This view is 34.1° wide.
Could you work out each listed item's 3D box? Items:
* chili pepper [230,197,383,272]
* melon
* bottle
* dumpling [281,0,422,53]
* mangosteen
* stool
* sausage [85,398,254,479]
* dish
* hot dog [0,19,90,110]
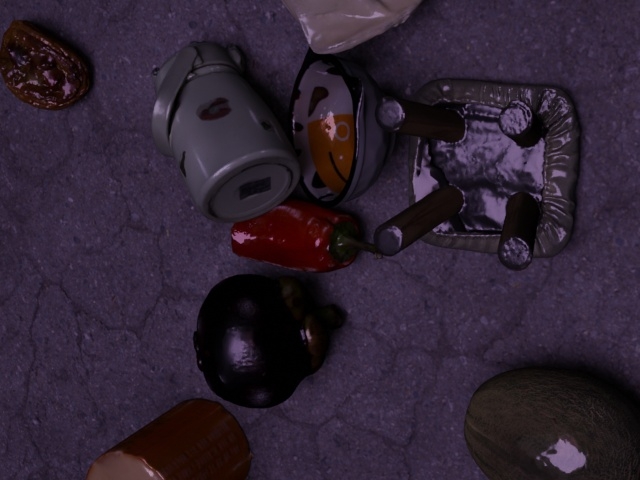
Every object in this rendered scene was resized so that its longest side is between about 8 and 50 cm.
[{"bbox_3d":[0.003,-0.002,1.970,0.338,0.134,0.131,6,149,30],"label":"chili pepper"},{"bbox_3d":[0.406,0.342,1.792,0.329,0.248,0.248,14,110,27],"label":"melon"},{"bbox_3d":[-0.205,-0.222,1.948,0.229,0.229,0.351,-44,61,30],"label":"bottle"},{"bbox_3d":[0.057,-0.525,1.791,0.315,0.233,0.395,-15,82,-1],"label":"dumpling"},{"bbox_3d":[-0.107,0.189,2.036,0.233,0.287,0.287,0,106,57],"label":"mangosteen"},{"bbox_3d":[0.256,-0.107,1.757,0.310,0.226,0.310,6,106,28],"label":"stool"},{"bbox_3d":[-0.315,0.488,2.184,0.233,0.287,0.233,8,106,27],"label":"sausage"},{"bbox_3d":[0.050,-0.201,1.864,0.303,0.120,0.303,17,110,61],"label":"dish"},{"bbox_3d":[-0.591,-0.370,2.204,0.227,0.099,0.160,27,115,16],"label":"hot dog"}]
